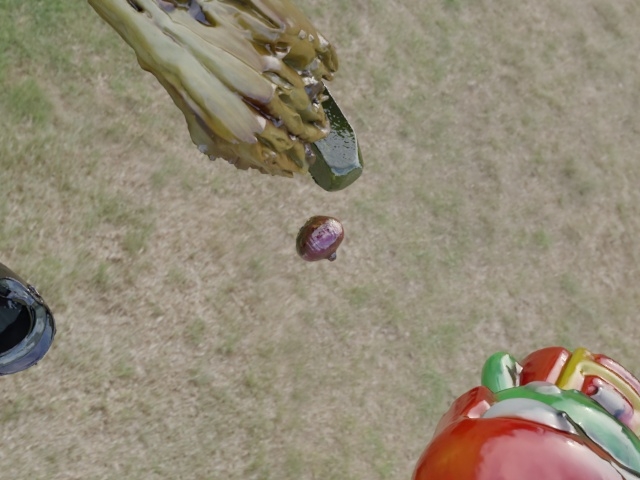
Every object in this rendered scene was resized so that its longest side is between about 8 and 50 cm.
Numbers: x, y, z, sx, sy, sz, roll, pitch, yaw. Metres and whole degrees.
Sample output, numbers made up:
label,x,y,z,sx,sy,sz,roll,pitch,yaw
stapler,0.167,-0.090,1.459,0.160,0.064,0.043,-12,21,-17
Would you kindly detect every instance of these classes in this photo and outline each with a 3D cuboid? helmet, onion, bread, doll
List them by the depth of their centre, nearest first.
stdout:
label,x,y,z,sx,sy,sz,roll,pitch,yaw
doll,0.152,0.192,0.547,0.182,0.160,0.363,44,24,12
bread,-0.127,-0.267,1.005,0.370,0.191,0.314,50,12,9
onion,0.000,0.000,1.536,0.097,0.107,0.107,51,52,-6
helmet,-0.705,0.140,1.586,0.225,0.177,0.305,-43,143,-6

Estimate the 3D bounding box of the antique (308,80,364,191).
label,x,y,z,sx,sy,sz,roll,pitch,yaw
antique,-0.009,-0.184,1.260,0.080,0.081,0.221,-28,78,-22
